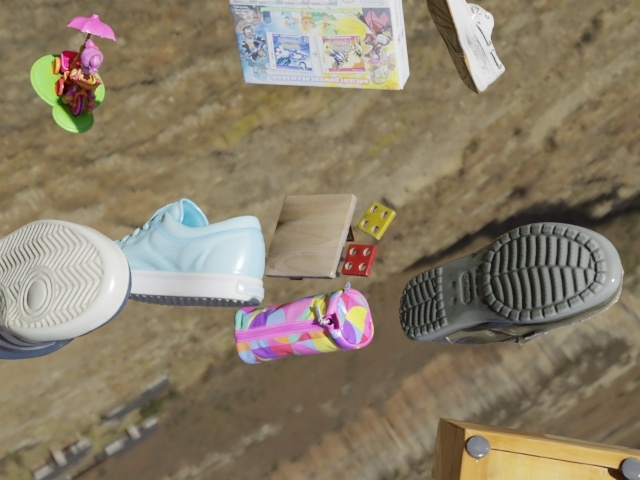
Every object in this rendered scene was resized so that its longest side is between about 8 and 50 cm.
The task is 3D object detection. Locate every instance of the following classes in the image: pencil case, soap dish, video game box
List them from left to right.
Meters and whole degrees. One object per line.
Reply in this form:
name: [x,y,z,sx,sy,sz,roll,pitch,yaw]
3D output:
pencil case: [-0.031,0.133,1.768,0.236,0.104,0.104,-15,179,40]
video game box: [-0.005,-0.269,1.330,0.048,0.205,0.187,-58,147,-50]
soap dish: [0.215,0.329,1.144,0.229,0.290,0.118,9,159,2]

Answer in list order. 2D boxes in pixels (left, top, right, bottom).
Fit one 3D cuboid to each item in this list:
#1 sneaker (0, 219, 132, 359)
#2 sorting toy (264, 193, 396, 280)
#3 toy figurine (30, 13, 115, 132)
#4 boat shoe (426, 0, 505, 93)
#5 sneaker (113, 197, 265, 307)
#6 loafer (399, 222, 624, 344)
sneaker: [-0.293,0.064,1.258,0.350,0.131,0.148,-6,159,43]
sorting toy: [0.000,0.000,1.704,0.275,0.132,0.046,-1,155,39]
toy figurine: [-0.395,-0.292,1.897,0.130,0.173,0.159,5,144,-29]
boat shoe: [0.282,-0.409,2.186,0.096,0.098,0.277,-35,134,-4]
sneaker: [-0.225,0.016,1.682,0.366,0.150,0.135,2,168,31]
loafer: [0.185,0.047,1.076,0.087,0.094,0.251,16,160,-37]
